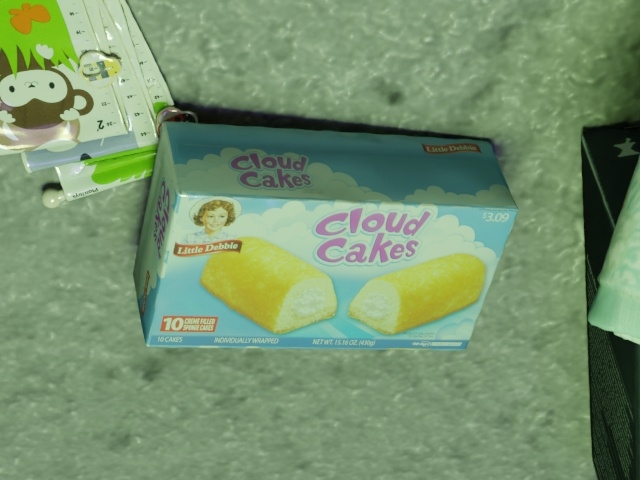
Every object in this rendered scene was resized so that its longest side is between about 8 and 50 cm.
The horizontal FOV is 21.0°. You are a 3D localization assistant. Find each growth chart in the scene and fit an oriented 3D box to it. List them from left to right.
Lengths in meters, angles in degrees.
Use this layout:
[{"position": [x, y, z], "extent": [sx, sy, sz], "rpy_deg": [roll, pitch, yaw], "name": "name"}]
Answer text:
[{"position": [-0.195, -0.120, 1.259], "extent": [0.172, 0.021, 0.237], "rpy_deg": [-21, 128, 11], "name": "growth chart"}]

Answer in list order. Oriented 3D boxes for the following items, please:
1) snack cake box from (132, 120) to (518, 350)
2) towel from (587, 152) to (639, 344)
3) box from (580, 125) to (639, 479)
[{"position": [0.000, 0.000, 1.321], "extent": [0.264, 0.089, 0.152], "rpy_deg": [2, 131, -17], "name": "snack cake box"}, {"position": [0.401, -0.031, 1.151], "extent": [0.374, 0.090, 0.321], "rpy_deg": [19, 89, 0], "name": "towel"}, {"position": [0.377, 0.103, 1.393], "extent": [0.293, 0.212, 0.396], "rpy_deg": [-9, 129, 1], "name": "box"}]
